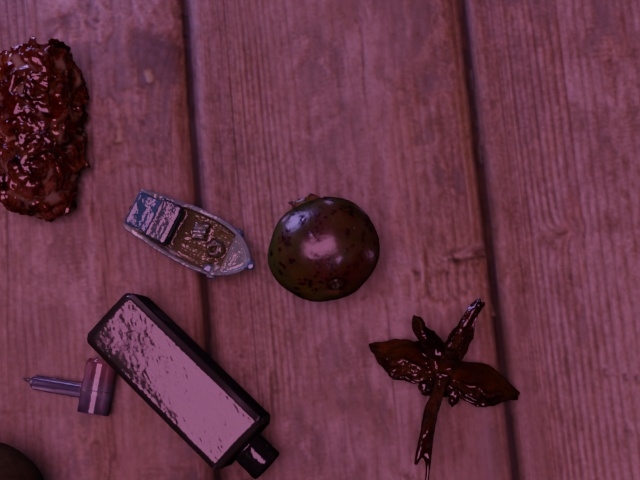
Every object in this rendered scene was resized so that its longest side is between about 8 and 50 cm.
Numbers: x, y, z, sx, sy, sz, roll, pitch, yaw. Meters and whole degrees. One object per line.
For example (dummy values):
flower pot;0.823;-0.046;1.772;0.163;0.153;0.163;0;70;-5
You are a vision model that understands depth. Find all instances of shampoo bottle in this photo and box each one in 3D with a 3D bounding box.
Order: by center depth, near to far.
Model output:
shampoo bottle;-0.146;0.167;1.203;0.246;0.080;0.079;43;90;10

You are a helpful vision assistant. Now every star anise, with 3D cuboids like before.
star anise;0.124;0.161;1.156;0.158;0.144;0.140;-17;114;32

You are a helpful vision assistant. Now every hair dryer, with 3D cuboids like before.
hair dryer;-0.293;0.164;1.244;0.114;0.037;0.063;6;81;14

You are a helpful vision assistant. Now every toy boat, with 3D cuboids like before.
toy boat;-0.150;-0.005;1.236;0.173;0.059;0.069;27;86;8

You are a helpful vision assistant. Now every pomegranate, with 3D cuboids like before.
pomegranate;0.002;0.004;1.191;0.130;0.130;0.130;-1;83;6

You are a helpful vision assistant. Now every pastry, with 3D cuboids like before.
pastry;-0.333;-0.129;1.256;0.115;0.097;0.208;1;84;16

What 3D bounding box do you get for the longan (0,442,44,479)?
longan;-0.379;0.310;1.165;0.167;0.167;0.187;25;57;8
